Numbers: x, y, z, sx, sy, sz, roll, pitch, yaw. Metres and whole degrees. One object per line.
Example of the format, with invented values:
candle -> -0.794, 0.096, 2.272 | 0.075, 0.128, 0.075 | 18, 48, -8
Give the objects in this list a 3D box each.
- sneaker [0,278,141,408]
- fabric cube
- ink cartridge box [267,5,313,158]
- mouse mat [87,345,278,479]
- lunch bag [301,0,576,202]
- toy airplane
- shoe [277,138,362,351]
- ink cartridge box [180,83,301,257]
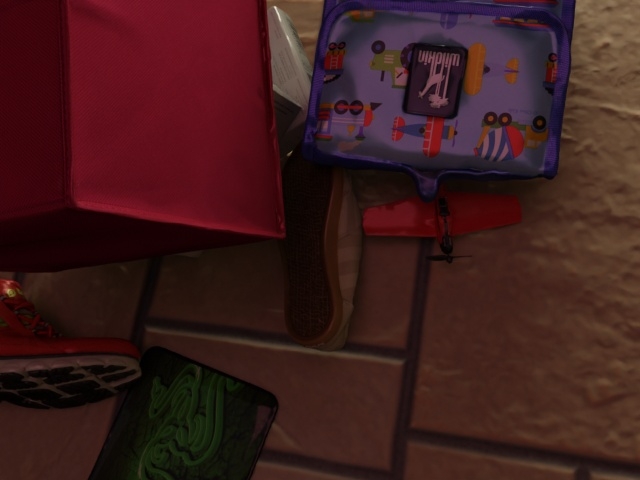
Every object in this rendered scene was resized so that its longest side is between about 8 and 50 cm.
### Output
sneaker -> -0.306, 0.093, 0.687 | 0.278, 0.107, 0.119 | 1, 61, 12
fabric cube -> -0.204, -0.117, 0.542 | 0.258, 0.254, 0.259 | -8, 82, 25
ink cartridge box -> -0.087, -0.141, 0.753 | 0.179, 0.045, 0.146 | -30, 66, 23
mouse mat -> -0.137, 0.208, 0.653 | 0.152, 0.007, 0.190 | 17, 76, 19
lunch bag -> 0.111, -0.174, 0.648 | 0.220, 0.138, 0.293 | 7, 75, 11
toy airplane -> 0.114, -0.049, 0.658 | 0.151, 0.028, 0.151 | -2, 65, 4
shoe -> 0.000, 0.000, 0.668 | 0.076, 0.058, 0.219 | -14, 63, 31
ink cartridge box -> -0.134, -0.099, 0.693 | 0.139, 0.082, 0.191 | 40, 102, 22
